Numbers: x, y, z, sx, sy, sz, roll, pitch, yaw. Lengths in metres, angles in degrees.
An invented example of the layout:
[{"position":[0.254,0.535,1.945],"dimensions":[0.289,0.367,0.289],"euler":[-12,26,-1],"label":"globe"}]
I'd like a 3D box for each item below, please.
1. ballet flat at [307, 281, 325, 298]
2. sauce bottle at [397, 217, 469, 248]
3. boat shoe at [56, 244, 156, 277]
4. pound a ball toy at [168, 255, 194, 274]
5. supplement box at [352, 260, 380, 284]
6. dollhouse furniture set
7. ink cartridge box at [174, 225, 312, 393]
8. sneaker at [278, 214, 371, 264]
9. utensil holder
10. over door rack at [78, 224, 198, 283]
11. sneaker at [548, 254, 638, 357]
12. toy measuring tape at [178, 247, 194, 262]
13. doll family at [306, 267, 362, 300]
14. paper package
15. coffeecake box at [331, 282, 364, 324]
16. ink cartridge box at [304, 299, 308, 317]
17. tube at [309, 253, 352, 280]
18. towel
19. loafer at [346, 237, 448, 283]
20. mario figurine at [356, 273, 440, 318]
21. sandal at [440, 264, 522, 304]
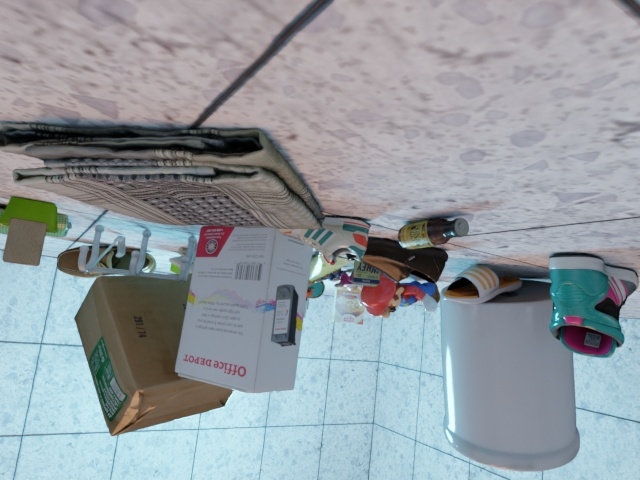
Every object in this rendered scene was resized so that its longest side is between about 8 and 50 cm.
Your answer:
[{"position":[-0.156,0.166,1.799],"dimensions":[0.348,0.123,0.123],"euler":[7,171,-5],"label":"ballet flat"},{"position":[0.164,-0.012,0.671],"dimensions":[0.042,0.042,0.128],"euler":[10,168,-22],"label":"sauce bottle"},{"position":[-0.757,0.068,1.622],"dimensions":[0.323,0.123,0.120],"euler":[1,168,-19],"label":"boat shoe"},{"position":[-0.374,0.126,1.562],"dimensions":[0.319,0.208,0.135],"euler":[21,-165,29],"label":"pound a ball toy"},{"position":[0.101,0.055,0.991],"dimensions":[0.056,0.083,0.083],"euler":[5,172,3],"label":"supplement box"},{"position":[-0.671,0.002,0.987],"dimensions":[0.197,0.152,0.301],"euler":[10,170,-24],"label":"dollhouse furniture set"},{"position":[-0.150,0.126,0.908],"dimensions":[0.226,0.307,0.131],"euler":[0,169,36],"label":"ink cartridge box"},{"position":[0.000,0.000,0.747],"dimensions":[0.161,0.076,0.057],"euler":[4,170,16],"label":"sneaker"},{"position":[0.473,0.313,1.160],"dimensions":[0.327,0.386,0.327],"euler":[-4,-174,0],"label":"utensil holder"},{"position":[-0.438,0.022,1.159],"dimensions":[0.239,0.108,0.324],"euler":[8,-175,-10],"label":"over door rack"},{"position":[0.537,0.135,0.883],"dimensions":[0.295,0.179,0.123],"euler":[13,169,-37],"label":"sneaker"},{"position":[-0.292,0.062,1.371],"dimensions":[0.330,0.121,0.121],"euler":[27,-179,28],"label":"toy measuring tape"},{"position":[0.010,0.113,1.419],"dimensions":[0.262,0.119,0.163],"euler":[-12,163,3],"label":"doll family"},{"position":[-0.371,0.243,1.076],"dimensions":[0.309,0.168,0.325],"euler":[3,-140,-46],"label":"paper package"},{"position":[0.136,0.303,2.171],"dimensions":[0.142,0.186,0.068],"euler":[7,171,-5],"label":"coffeecake box"},{"position":[-0.099,0.233,1.924],"dimensions":[0.104,0.180,0.060],"euler":[6,171,4],"label":"ink cartridge box"},{"position":[0.006,0.065,1.216],"dimensions":[0.070,0.062,0.240],"euler":[-33,180,-21],"label":"tube"},{"position":[-0.170,-0.058,0.576],"dimensions":[0.312,0.056,0.324],"euler":[5,170,12],"label":"towel"},{"position":[0.152,0.045,0.910],"dimensions":[0.219,0.079,0.080],"euler":[8,171,-9],"label":"loafer"},{"position":[0.253,0.203,1.503],"dimensions":[0.320,0.170,0.198],"euler":[5,140,-42],"label":"mario figurine"},{"position":[0.385,0.093,1.092],"dimensions":[0.265,0.076,0.102],"euler":[-10,-172,-37],"label":"sandal"}]
